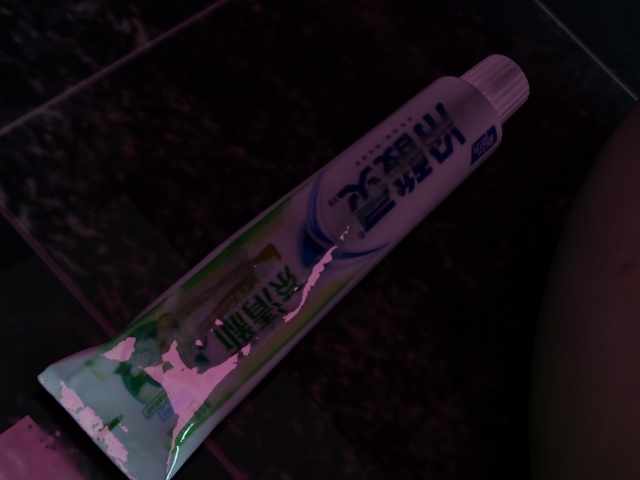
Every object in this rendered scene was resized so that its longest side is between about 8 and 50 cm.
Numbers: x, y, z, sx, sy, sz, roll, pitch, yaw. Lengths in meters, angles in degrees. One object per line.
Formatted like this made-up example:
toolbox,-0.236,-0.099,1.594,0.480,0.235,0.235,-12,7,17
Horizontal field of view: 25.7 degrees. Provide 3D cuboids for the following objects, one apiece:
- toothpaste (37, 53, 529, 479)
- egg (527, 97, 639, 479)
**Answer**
toothpaste,0.000,0.000,0.673,0.075,0.048,0.297,44,61,9
egg,0.214,0.064,0.579,0.259,0.258,0.352,13,61,-11
